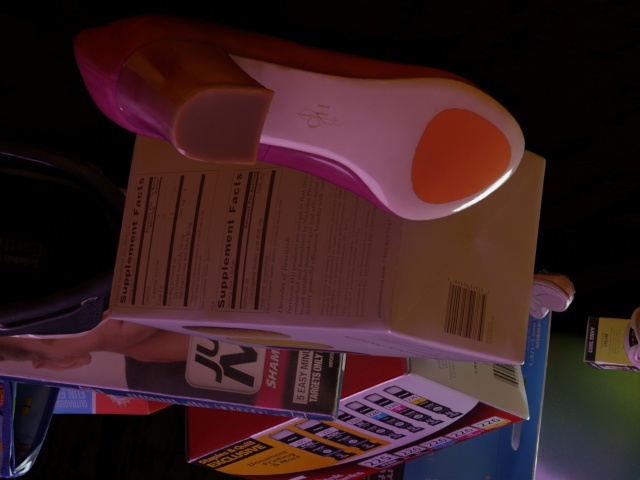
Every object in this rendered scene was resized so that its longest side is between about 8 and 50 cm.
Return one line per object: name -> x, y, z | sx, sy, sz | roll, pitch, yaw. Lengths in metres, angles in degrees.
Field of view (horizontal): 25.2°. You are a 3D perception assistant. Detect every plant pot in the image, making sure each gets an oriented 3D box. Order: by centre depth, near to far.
plant pot -> 0.304, 0.236, 1.848 | 0.255, 0.272, 0.271 | 26, 164, -23

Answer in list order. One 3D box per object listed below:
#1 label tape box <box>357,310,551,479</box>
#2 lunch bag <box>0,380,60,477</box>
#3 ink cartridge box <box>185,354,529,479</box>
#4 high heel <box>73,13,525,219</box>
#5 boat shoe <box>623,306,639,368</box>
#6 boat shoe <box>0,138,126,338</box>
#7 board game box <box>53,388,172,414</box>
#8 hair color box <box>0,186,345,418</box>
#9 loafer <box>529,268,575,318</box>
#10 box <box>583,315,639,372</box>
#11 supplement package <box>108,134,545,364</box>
label tape box -> 0.113, 0.191, 1.681 | 0.115, 0.249, 0.347 | 12, 170, -28
lunch bag -> -0.397, 0.140, 1.638 | 0.220, 0.293, 0.138 | 1, 170, 33
ink cartridge box -> 0.009, 0.146, 1.497 | 0.309, 0.130, 0.271 | -27, 145, 34
high heel -> -0.006, -0.069, 0.743 | 0.244, 0.082, 0.117 | -2, -153, -37
boat shoe -> 0.345, 0.096, 1.415 | 0.088, 0.096, 0.267 | 2, 179, 7
boat shoe -> -0.360, -0.014, 1.015 | 0.500, 0.187, 0.156 | 6, 168, -24
board game box -> -0.201, 0.145, 1.811 | 0.242, 0.064, 0.316 | -5, -172, 38
hair color box -> -0.147, 0.049, 1.228 | 0.347, 0.174, 0.105 | 7, 172, 3
loafer -> 0.219, 0.044, 1.368 | 0.045, 0.039, 0.125 | 40, 168, 3
box -> 0.426, 0.128, 1.641 | 0.232, 0.058, 0.087 | 4, 170, 22
supplement package -> 0.000, 0.000, 0.911 | 0.244, 0.134, 0.139 | -1, 168, 43
